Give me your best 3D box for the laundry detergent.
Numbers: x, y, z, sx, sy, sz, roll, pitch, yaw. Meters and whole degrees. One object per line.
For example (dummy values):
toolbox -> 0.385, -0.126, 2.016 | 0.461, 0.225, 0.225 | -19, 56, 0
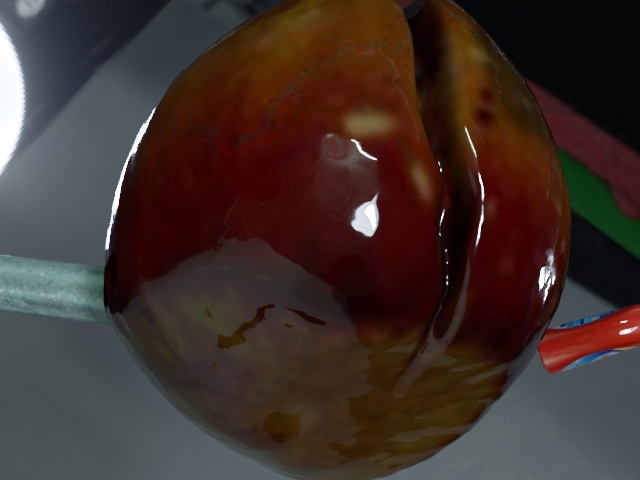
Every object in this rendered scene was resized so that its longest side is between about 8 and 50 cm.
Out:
laundry detergent -> 0.317, 0.098, 1.194 | 0.097, 0.165, 0.049 | 7, 65, -71

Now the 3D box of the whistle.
whistle -> -0.293, 0.048, 1.150 | 0.312, 0.062, 0.062 | 5, -25, 21

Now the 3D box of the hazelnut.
hazelnut -> 0.000, 0.000, 0.949 | 0.402, 0.402, 0.429 | 38, -26, 19
